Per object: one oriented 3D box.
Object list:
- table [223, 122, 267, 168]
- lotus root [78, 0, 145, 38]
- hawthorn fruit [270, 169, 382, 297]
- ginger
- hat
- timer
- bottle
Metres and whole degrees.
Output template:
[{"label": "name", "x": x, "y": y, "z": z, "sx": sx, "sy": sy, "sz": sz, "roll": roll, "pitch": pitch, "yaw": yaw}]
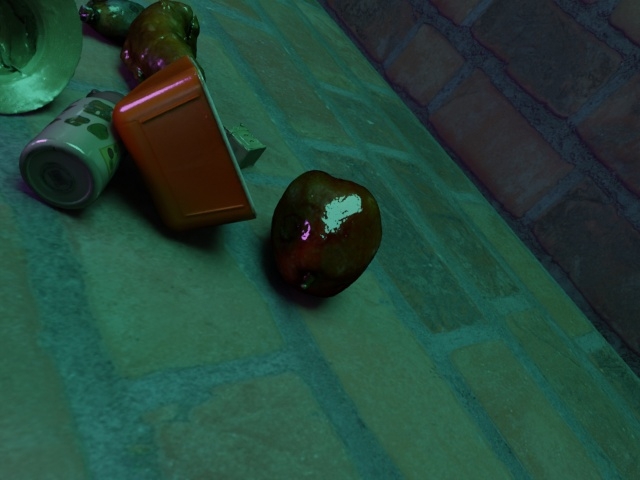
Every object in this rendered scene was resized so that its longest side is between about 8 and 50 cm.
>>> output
[{"label": "table", "x": -0.181, "y": -0.213, "z": 1.208, "sx": 0.083, "sy": 0.062, "sz": 0.079, "roll": 45, "pitch": 29, "yaw": 7}, {"label": "lotus root", "x": -0.474, "y": -0.512, "z": 1.237, "sx": 0.113, "sy": 0.088, "sz": 0.192, "roll": 29, "pitch": 28, "yaw": 12}, {"label": "hawthorn fruit", "x": 0.000, "y": 0.000, "z": 1.010, "sx": 0.224, "sy": 0.224, "sz": 0.260, "roll": 33, "pitch": 51, "yaw": -15}, {"label": "ginger", "x": -0.345, "y": -0.407, "z": 1.194, "sx": 0.165, "sy": 0.172, "sz": 0.321, "roll": 66, "pitch": 7, "yaw": -54}, {"label": "hat", "x": -0.533, "y": -0.342, "z": 0.867, "sx": 0.130, "sy": 0.257, "sz": 0.257, "roll": 20, "pitch": 18, "yaw": 31}, {"label": "timer", "x": -0.215, "y": -0.173, "z": 0.938, "sx": 0.250, "sy": 0.161, "sz": 0.257, "roll": -92, "pitch": 165, "yaw": -62}, {"label": "bottle", "x": -0.367, "y": -0.162, "z": 0.866, "sx": 0.120, "sy": 0.120, "sz": 0.253, "roll": 31, "pitch": 31, "yaw": -18}]
